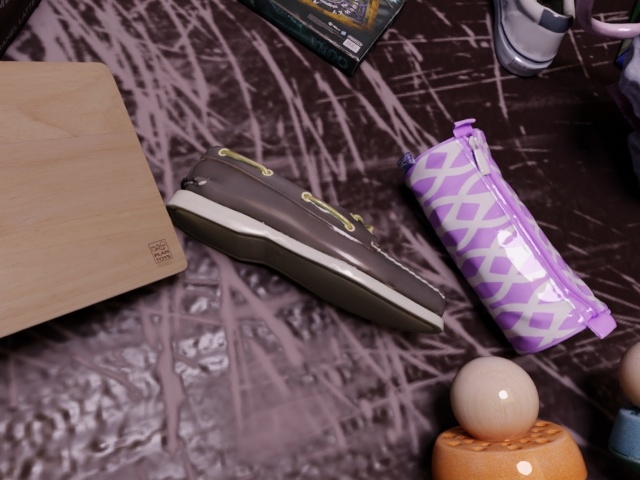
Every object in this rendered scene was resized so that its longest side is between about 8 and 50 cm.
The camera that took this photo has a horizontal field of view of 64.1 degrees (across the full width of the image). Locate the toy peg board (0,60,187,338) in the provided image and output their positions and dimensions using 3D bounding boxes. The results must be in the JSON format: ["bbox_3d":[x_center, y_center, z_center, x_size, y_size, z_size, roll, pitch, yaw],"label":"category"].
[{"bbox_3d":[-0.199,-0.024,0.333,0.161,0.079,0.160,-22,91,-48],"label":"toy peg board"}]

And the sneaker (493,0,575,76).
[{"bbox_3d":[0.251,-0.319,0.600,0.094,0.091,0.258,5,67,-16],"label":"sneaker"}]

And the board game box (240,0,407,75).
[{"bbox_3d":[-0.012,-0.266,0.532,0.186,0.026,0.126,34,62,-1],"label":"board game box"}]

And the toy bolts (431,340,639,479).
[{"bbox_3d":[0.211,0.150,0.332,0.229,0.218,0.158,-2,82,-26],"label":"toy bolts"}]

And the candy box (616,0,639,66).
[{"bbox_3d":[0.568,-0.293,0.674,0.268,0.122,0.317,32,61,-2],"label":"candy box"}]

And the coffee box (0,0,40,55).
[{"bbox_3d":[-0.343,-0.228,0.350,0.247,0.098,0.141,23,64,-18],"label":"coffee box"}]

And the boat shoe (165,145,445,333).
[{"bbox_3d":[0.000,0.000,0.393,0.228,0.081,0.068,26,67,-3],"label":"boat shoe"}]

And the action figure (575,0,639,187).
[{"bbox_3d":[0.478,-0.191,0.487,0.370,0.248,0.275,-27,77,17],"label":"action figure"}]

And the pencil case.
[{"bbox_3d":[0.156,-0.004,0.442,0.086,0.088,0.206,-26,79,-32],"label":"pencil case"}]
